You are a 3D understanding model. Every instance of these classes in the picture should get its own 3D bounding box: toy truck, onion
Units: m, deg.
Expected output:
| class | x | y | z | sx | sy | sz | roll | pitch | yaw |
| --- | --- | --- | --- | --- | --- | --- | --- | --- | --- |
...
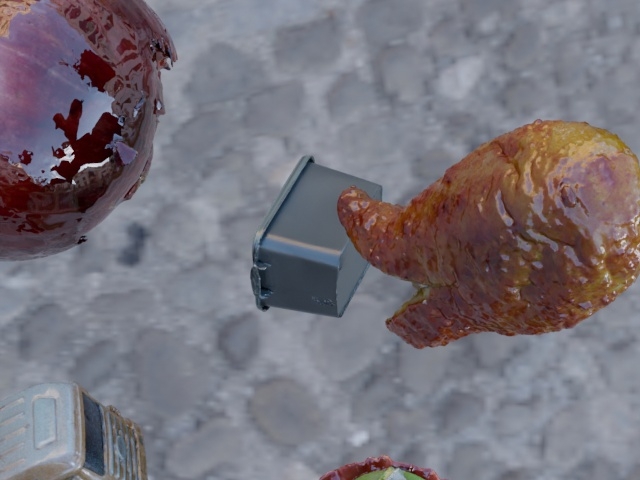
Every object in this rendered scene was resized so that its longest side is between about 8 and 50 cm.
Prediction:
| class | x | y | z | sx | sy | sz | roll | pitch | yaw |
| --- | --- | --- | --- | --- | --- | --- | --- | --- | --- |
| toy truck | -0.266 | 0.194 | 1.499 | 0.140 | 0.257 | 0.108 | 47 | 24 | -42 |
| onion | -0.252 | -0.118 | 1.649 | 0.276 | 0.276 | 0.276 | 2 | 87 | -35 |

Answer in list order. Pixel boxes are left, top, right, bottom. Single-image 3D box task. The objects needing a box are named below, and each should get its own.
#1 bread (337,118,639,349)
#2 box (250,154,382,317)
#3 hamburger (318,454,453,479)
| class | x | y | z | sx | sy | sz | roll | pitch | yaw |
| --- | --- | --- | --- | --- | --- | --- | --- | --- | --- |
| bread | 0.114 | 0.004 | 1.344 | 0.095 | 0.269 | 0.139 | -29 | 97 | -48 |
| box | 0.000 | 0.000 | 1.525 | 0.122 | 0.069 | 0.084 | -60 | 157 | -43 |
| hamburger | 0.052 | 0.282 | 1.753 | 0.137 | 0.175 | 0.175 | -70 | 136 | -70 |
